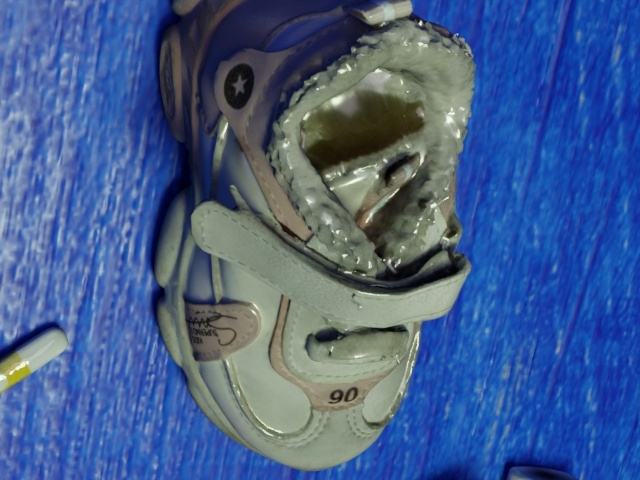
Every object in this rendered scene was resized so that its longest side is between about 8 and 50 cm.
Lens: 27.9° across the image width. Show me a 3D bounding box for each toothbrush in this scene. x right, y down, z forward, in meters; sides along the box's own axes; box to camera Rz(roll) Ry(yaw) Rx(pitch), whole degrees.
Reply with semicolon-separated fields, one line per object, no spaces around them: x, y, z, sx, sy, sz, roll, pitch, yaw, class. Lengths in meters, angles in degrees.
-0.279;0.136;0.786;0.288;0.024;0.021;-33;117;-15;toothbrush

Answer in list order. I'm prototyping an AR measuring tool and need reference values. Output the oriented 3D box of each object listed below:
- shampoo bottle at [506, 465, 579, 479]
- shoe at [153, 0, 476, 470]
0.173;0.238;1.056;0.072;0.043;0.099;11;102;-30;shampoo bottle
-0.003;0.001;0.789;0.172;0.198;0.351;-17;113;-22;shoe
